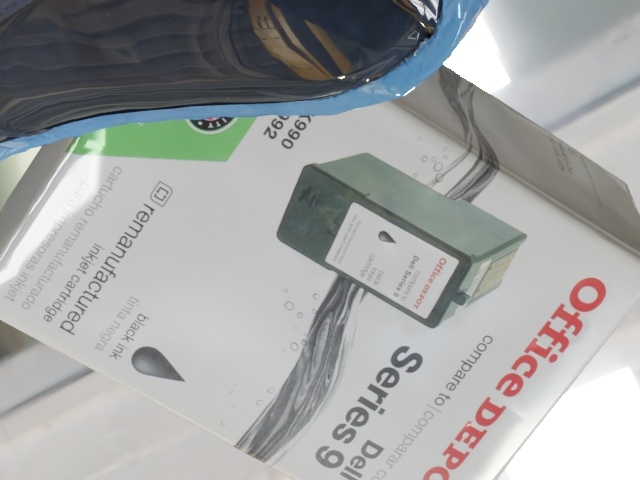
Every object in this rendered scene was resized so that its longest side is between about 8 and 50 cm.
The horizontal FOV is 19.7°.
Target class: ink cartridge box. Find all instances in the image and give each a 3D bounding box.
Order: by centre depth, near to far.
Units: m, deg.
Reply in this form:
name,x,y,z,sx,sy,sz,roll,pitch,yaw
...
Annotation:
name,x,y,z,sx,sy,sz,roll,pitch,yaw
ink cartridge box,0.000,0.000,0.968,0.289,0.211,0.121,30,-160,-15

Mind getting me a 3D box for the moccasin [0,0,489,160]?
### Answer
name,x,y,z,sx,sy,sz,roll,pitch,yaw
moccasin,-0.096,-0.103,0.560,0.117,0.342,0.137,45,-129,-37
